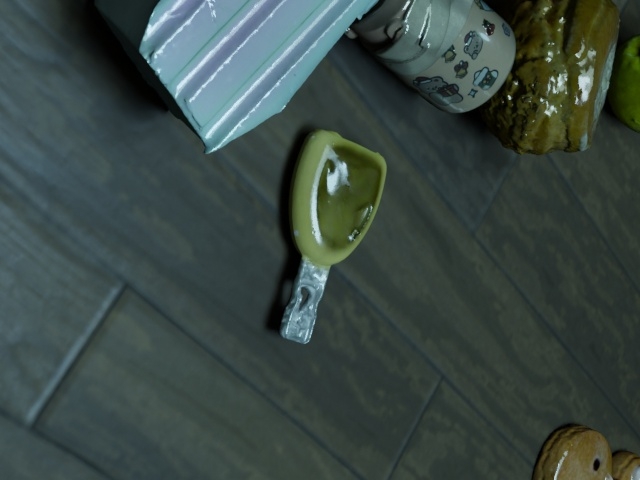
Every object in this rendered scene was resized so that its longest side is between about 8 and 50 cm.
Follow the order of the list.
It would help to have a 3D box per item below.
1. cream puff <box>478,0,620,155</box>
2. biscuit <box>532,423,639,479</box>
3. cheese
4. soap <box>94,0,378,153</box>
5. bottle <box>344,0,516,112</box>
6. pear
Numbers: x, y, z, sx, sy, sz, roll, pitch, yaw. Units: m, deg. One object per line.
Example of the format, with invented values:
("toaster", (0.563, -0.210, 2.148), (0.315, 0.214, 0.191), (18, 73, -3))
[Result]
("cream puff", (0.190, -0.149, 1.021), (0.165, 0.115, 0.150), (-53, 152, -49))
("biscuit", (0.307, 0.329, 1.303), (0.205, 0.049, 0.324), (-42, 124, -29))
("cheese", (-0.001, 0.000, 0.927), (0.086, 0.036, 0.162), (22, 83, -44))
("soap", (-0.045, -0.185, 0.773), (0.230, 0.091, 0.145), (-47, 134, -11))
("bottle", (0.078, -0.171, 0.928), (0.152, 0.099, 0.099), (31, 77, -40))
("pear", (0.337, -0.154, 1.178), (0.107, 0.107, 0.131), (-63, 145, -14))
